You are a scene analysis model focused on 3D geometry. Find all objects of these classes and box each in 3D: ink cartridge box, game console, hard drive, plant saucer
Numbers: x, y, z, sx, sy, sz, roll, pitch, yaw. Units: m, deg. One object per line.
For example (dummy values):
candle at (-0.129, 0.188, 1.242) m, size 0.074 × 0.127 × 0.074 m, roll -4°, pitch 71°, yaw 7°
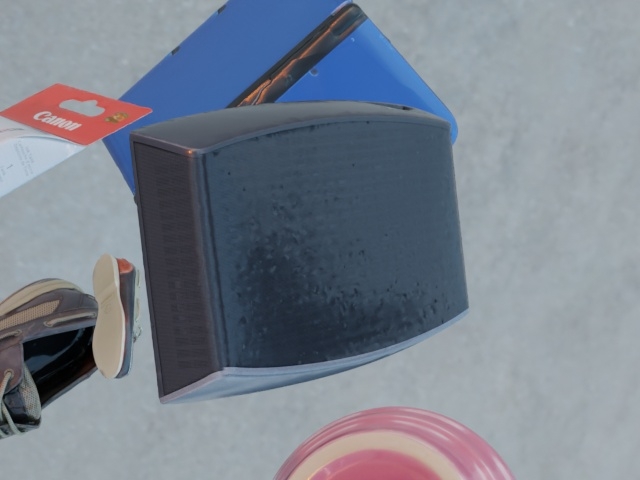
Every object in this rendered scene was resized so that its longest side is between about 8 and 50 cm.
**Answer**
ink cartridge box at (-0.308, -0.107, 1.484) m, size 0.232 × 0.189 × 0.066 m, roll -37°, pitch 124°, yaw -27°
game console at (-0.049, -0.115, 1.596) m, size 0.293 × 0.250 × 0.173 m, roll -41°, pitch -171°, yaw 5°
hard drive at (0.000, 0.000, 0.945) m, size 0.255 × 0.054 × 0.172 m, roll -10°, pitch 95°, yaw -49°
plant saucer at (0.068, 0.342, 1.740) m, size 0.332 × 0.332 × 0.084 m, roll -63°, pitch 153°, yaw -8°

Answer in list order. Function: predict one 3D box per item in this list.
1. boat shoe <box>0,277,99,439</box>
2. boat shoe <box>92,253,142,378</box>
boat shoe at (-0.372, 0.158, 1.770) m, size 0.355 × 0.130 × 0.132 m, roll -40°, pitch 128°, yaw -36°
boat shoe at (-0.192, 0.075, 1.508) m, size 0.043 × 0.049 × 0.137 m, roll 27°, pitch 41°, yaw -39°
